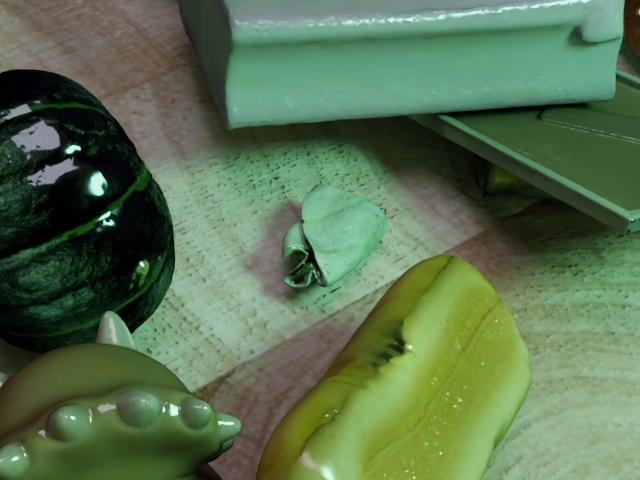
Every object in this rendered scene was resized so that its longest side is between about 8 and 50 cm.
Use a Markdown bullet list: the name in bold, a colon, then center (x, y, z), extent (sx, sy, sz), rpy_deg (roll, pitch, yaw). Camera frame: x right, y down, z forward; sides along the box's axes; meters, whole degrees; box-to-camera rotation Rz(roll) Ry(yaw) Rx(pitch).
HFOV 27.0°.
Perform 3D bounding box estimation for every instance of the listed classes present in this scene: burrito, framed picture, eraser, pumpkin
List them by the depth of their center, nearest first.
- **pumpkin**: center (-0.200, -0.022, 0.976), extent (0.162, 0.220, 0.220), rpy_deg (-27, 52, -13)
- **burrito**: center (0.003, 0.001, 1.100), extent (0.074, 0.044, 0.118), rpy_deg (20, 44, 18)
- **framed picture**: center (0.232, -0.101, 1.168), extent (0.241, 0.020, 0.324), rpy_deg (-16, 34, -34)
- **eraser**: center (0.062, -0.228, 1.194), extent (0.359, 0.122, 0.272), rpy_deg (-5, 40, -15)

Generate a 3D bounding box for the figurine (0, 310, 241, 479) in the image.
- **figurine**: center (-0.129, 0.163, 0.801), extent (0.177, 0.173, 0.247), rpy_deg (-12, 41, 9)

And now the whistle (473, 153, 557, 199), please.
- **whistle**: center (0.299, -0.062, 1.187), extent (0.327, 0.057, 0.068), rpy_deg (1, 44, -5)

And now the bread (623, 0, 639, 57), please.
- **bread**: center (0.405, -0.237, 1.316), extent (0.224, 0.142, 0.212), rpy_deg (-22, 54, -23)

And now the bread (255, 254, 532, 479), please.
- **bread**: center (0.053, 0.126, 0.901), extent (0.091, 0.142, 0.305), rpy_deg (-24, 12, 33)
